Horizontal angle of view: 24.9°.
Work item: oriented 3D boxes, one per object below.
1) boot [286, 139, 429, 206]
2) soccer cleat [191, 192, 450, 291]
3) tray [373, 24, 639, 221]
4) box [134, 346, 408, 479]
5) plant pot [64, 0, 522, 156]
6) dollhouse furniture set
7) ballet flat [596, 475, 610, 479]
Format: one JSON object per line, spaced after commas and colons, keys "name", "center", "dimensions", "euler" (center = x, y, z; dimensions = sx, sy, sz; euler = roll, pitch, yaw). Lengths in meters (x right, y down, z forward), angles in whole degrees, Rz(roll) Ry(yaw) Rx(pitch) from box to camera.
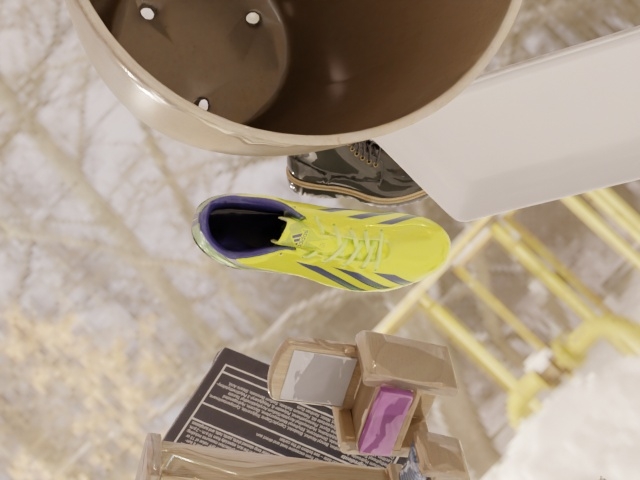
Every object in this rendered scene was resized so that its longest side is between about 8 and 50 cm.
{"name": "boot", "center": [0.053, -0.110, 1.733], "dimensions": [0.137, 0.198, 0.076], "euler": [84, -176, -53]}
{"name": "soccer cleat", "center": [-0.001, 0.001, 1.599], "dimensions": [0.121, 0.289, 0.093], "euler": [74, -158, -81]}
{"name": "tray", "center": [0.172, -0.089, 1.055], "dimensions": [0.270, 0.145, 0.030], "euler": [-14, 46, 39]}
{"name": "box", "center": [-0.062, 0.337, 1.800], "dimensions": [0.294, 0.296, 0.182], "euler": [-55, -24, -34]}
{"name": "plant pot", "center": [-0.048, -0.153, 0.863], "dimensions": [0.256, 0.256, 0.274], "euler": [-44, 5, -18]}
{"name": "dollhouse furniture set", "center": [-0.022, 0.259, 0.971], "dimensions": [0.303, 0.198, 0.286], "euler": [-100, 22, -53]}
{"name": "ballet flat", "center": [0.387, 0.365, 1.678], "dimensions": [0.091, 0.241, 0.077], "euler": [-21, -42, -43]}
